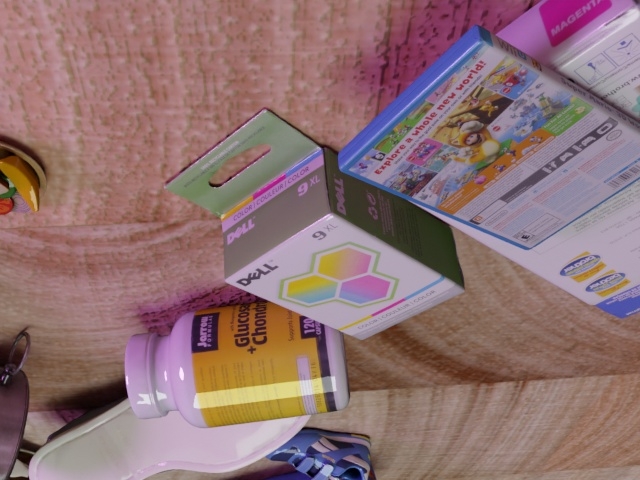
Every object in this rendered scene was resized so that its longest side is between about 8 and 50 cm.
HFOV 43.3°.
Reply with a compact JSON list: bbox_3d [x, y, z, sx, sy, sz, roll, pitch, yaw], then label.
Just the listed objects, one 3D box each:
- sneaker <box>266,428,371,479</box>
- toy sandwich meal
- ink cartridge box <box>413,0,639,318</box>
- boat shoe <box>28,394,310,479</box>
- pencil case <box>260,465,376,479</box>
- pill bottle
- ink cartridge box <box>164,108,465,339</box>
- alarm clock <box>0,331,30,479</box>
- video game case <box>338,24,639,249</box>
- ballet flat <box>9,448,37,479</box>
[{"bbox_3d":[-0.001,0.268,0.985,0.144,0.059,0.053,9,145,-20],"label":"sneaker"},{"bbox_3d":[-0.224,-0.037,0.534,0.085,0.029,0.086,-4,145,-3],"label":"toy sandwich meal"},{"bbox_3d":[0.208,-0.044,0.566,0.311,0.065,0.185,28,134,-35],"label":"ink cartridge box"},{"bbox_3d":[-0.149,0.187,0.843,0.319,0.116,0.099,-23,-174,12],"label":"boat shoe"},{"bbox_3d":[-0.057,0.386,1.093,0.306,0.119,0.133,-19,127,18],"label":"pencil case"},{"bbox_3d":[-0.070,0.107,0.703,0.184,0.103,0.103,-8,145,2],"label":"pill bottle"},{"bbox_3d":[0.000,0.000,0.595,0.109,0.062,0.209,-31,138,32],"label":"ink cartridge box"},{"bbox_3d":[-0.310,0.162,0.737,0.064,0.129,0.192,24,107,-33],"label":"alarm clock"},{"bbox_3d":[0.111,-0.051,0.481,0.166,0.015,0.119,20,139,-31],"label":"video game case"},{"bbox_3d":[-0.340,0.269,0.929,0.052,0.057,0.168,5,158,39],"label":"ballet flat"}]
